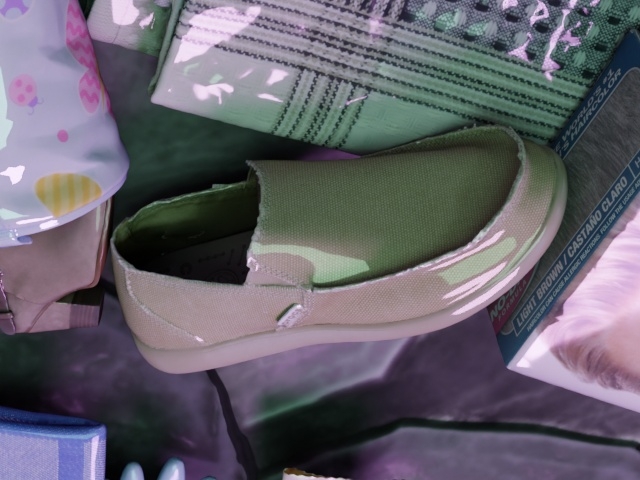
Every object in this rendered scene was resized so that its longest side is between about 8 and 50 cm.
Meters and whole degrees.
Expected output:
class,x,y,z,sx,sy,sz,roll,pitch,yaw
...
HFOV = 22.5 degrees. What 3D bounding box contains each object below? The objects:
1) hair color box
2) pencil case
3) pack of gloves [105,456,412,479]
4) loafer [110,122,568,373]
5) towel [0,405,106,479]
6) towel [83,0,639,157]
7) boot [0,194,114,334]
class,x,y,z,sx,sy,sz,roll,pitch,yaw
hair color box,0.280,0.031,0.906,0.347,0.105,0.174,19,123,-21
pencil case,-0.181,-0.134,0.802,0.113,0.124,0.273,-12,116,4
pack of gloves,-0.056,0.220,1.030,0.195,0.046,0.232,5,124,-8
loafer,0.000,0.000,0.863,0.268,0.102,0.092,-20,137,19
towel,-0.238,0.220,0.982,0.209,0.034,0.285,8,115,1
towel,0.061,-0.171,0.815,0.324,0.056,0.312,17,127,-13
boot,-0.163,0.005,0.906,0.087,0.042,0.118,11,121,-2
